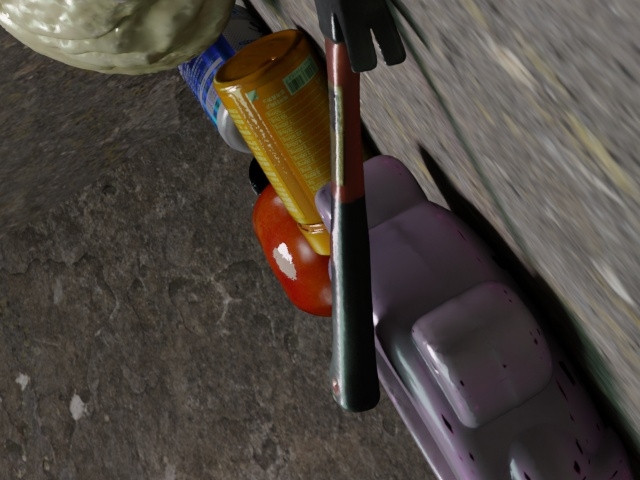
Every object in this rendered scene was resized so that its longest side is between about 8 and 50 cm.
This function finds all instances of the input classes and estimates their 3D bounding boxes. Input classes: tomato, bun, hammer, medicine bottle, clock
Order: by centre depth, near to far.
[{"bbox_3d":[0.017,-0.027,0.840,0.111,0.033,0.288,-134,37,-58],"label":"hammer"},{"bbox_3d":[0.117,0.108,1.003,0.322,0.113,0.295,62,176,-39],"label":"clock"},{"bbox_3d":[-0.012,-0.089,1.252,0.192,0.096,0.096,58,178,-25],"label":"medicine bottle"},{"bbox_3d":[-0.232,-0.310,1.266,0.349,0.227,0.352,56,179,36],"label":"bun"},{"bbox_3d":[-0.097,-0.192,1.525,0.191,0.107,0.107,56,177,37],"label":"medicine bottle"},{"bbox_3d":[0.000,0.000,1.692,0.195,0.136,0.195,60,180,1],"label":"tomato"}]

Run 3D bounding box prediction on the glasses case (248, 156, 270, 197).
[{"bbox_3d":[0.001,-0.019,1.839,0.267,0.103,0.067,58,175,14],"label":"glasses case"}]
